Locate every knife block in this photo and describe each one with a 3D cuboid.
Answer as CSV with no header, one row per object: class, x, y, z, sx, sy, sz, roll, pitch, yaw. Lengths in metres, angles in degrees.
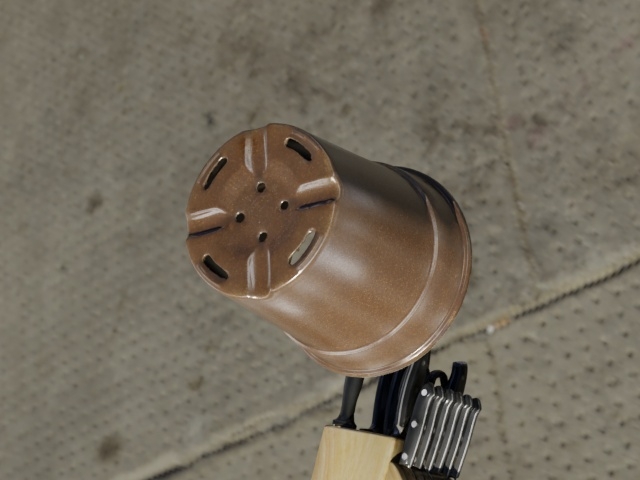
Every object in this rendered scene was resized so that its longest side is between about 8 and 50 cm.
knife block,0.043,0.229,1.373,0.275,0.088,0.242,-45,46,24

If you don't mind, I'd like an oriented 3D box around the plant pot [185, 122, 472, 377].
plant pot,0.000,0.000,1.029,0.167,0.165,0.167,-11,68,29
